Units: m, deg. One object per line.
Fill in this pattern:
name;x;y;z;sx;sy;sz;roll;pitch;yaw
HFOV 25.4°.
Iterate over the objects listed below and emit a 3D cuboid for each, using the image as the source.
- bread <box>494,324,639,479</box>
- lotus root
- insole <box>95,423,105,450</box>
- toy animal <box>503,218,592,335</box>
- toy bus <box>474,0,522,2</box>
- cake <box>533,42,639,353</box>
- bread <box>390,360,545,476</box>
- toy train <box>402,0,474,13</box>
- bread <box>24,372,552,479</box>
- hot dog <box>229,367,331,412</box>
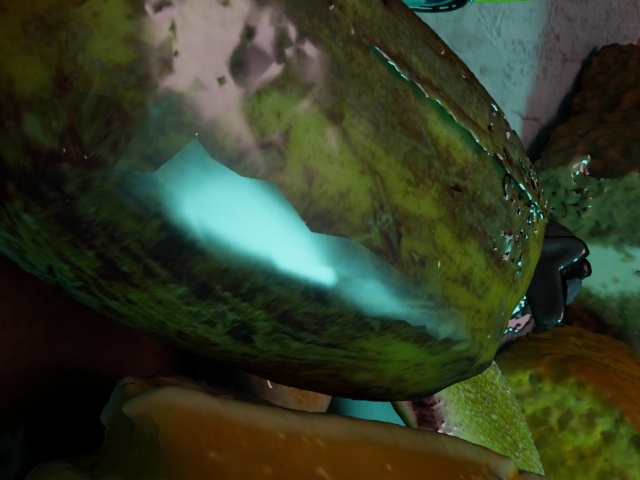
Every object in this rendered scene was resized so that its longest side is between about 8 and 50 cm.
bread;0.235;0.236;1.147;0.194;0.179;0.340;16;77;-59
lotus root;-0.049;-0.044;0.602;0.397;0.196;0.179;34;72;-45
insole;-0.097;0.151;0.739;0.045;0.002;0.135;-37;122;-52
toy animal;0.161;0.038;1.100;0.210;0.121;0.117;19;94;-66
toy bus;0.113;-0.294;0.956;0.262;0.128;0.150;59;43;-44
cake;0.356;-0.011;1.280;0.282;0.256;0.290;-56;142;-45
bread;0.089;0.096;0.916;0.228;0.033;0.228;51;16;-22
toy train;-0.001;-0.190;0.725;0.203;0.163;0.112;34;64;-54
bread;-0.017;0.242;0.644;0.300;0.210;0.341;28;82;-51
hot dog;0.000;0.000;0.827;0.242;0.073;0.084;-64;143;-28
